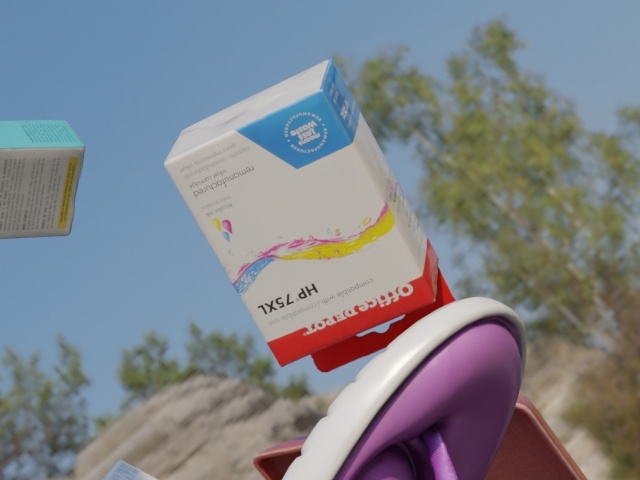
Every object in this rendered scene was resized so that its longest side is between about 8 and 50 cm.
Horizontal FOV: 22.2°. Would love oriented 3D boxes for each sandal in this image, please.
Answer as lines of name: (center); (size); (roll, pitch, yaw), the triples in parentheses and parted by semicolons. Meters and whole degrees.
sandal: (0.011, 0.225, 0.897); (0.416, 0.102, 0.169); (-56, -32, -2)

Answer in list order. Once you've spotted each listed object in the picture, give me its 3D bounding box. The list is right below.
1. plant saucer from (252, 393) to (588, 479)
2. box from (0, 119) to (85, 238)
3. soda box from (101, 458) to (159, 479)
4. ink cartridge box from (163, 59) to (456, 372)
plant saucer: (0.118, 0.220, 1.297); (0.258, 0.259, 0.047); (-16, 33, 36)
box: (-0.347, -0.055, 1.513); (0.244, 0.060, 0.100); (-3, -59, -30)
soda box: (-0.092, 0.266, 1.307); (0.074, 0.216, 0.069); (-66, -7, 31)
ink cartridge box: (0.000, 0.000, 1.224); (0.134, 0.231, 0.078); (-24, 19, 15)
